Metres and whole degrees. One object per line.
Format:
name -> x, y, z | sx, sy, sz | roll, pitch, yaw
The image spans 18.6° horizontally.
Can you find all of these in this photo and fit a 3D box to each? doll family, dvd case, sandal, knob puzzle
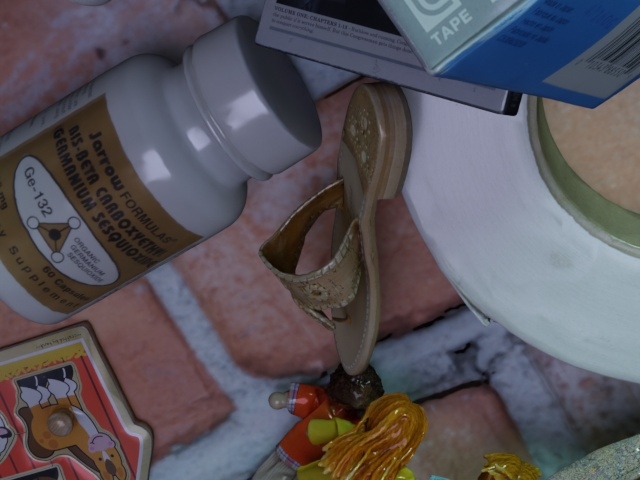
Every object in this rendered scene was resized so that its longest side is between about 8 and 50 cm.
doll family -> 0.069, 0.194, 1.370 | 0.263, 0.118, 0.163 | 34, 112, -5
dvd case -> 0.068, -0.214, 1.198 | 0.179, 0.029, 0.238 | 18, 99, 25
sandal -> -0.002, -0.004, 1.290 | 0.079, 0.088, 0.240 | -6, 134, -18
knob puzzle -> -0.214, 0.173, 1.455 | 0.213, 0.030, 0.213 | 3, 111, 7

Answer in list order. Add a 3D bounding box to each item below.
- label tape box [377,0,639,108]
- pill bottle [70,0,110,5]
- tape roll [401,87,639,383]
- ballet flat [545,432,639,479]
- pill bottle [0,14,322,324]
label tape box -> 0.053, -0.244, 1.049 | 0.115, 0.249, 0.347 | -37, 75, 21
pill bottle -> -0.106, -0.260, 1.221 | 0.121, 0.121, 0.221 | 45, 111, -9
tape roll -> 0.236, -0.090, 1.260 | 0.392, 0.072, 0.392 | 3, 112, 8
ballet flat -> 0.237, 0.175, 1.292 | 0.316, 0.106, 0.107 | -35, 113, -1
pill bottle -> -0.121, -0.049, 1.300 | 0.229, 0.131, 0.131 | -29, 104, 18
